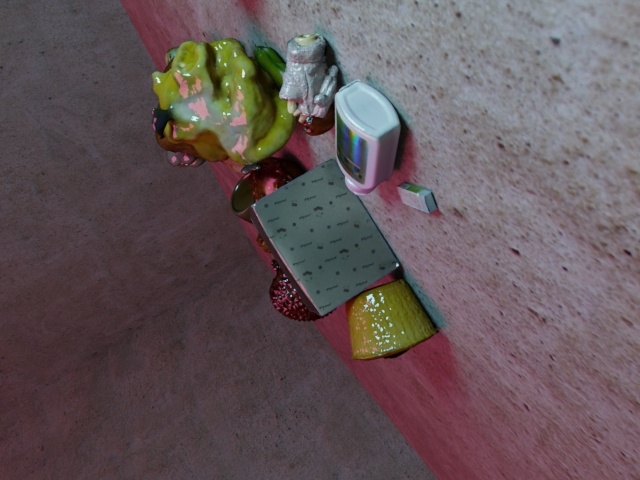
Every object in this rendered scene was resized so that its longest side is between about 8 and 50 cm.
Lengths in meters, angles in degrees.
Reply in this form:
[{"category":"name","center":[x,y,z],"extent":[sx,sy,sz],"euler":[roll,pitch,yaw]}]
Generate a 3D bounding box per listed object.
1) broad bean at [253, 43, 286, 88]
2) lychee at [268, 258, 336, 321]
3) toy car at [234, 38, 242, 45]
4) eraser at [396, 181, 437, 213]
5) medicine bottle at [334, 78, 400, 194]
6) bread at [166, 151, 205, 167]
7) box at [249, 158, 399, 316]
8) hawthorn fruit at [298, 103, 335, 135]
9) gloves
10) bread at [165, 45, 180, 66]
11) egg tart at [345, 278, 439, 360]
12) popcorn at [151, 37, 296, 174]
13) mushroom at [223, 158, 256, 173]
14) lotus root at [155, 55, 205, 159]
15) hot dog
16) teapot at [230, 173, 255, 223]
[{"category":"broad bean","center":[-0.073,-0.339,1.030],"extent":[0.254,0.046,0.065],"euler":[52,180,20]},{"category":"lychee","center":[-0.065,0.160,1.757],"extent":[0.300,0.264,0.264],"euler":[33,162,13]},{"category":"toy car","center":[-0.226,-0.457,1.291],"extent":[0.062,0.071,0.165],"euler":[42,168,-1]},{"category":"eraser","center":[0.163,-0.073,0.836],"extent":[0.083,0.019,0.038],"euler":[35,153,60]},{"category":"medicine bottle","center":[0.075,-0.156,0.835],"extent":[0.115,0.078,0.219],"euler":[51,166,21]},{"category":"bread","center":[-0.406,-0.358,1.662],"extent":[0.102,0.337,0.183],"euler":[20,-142,-42]},{"category":"box","center":[0.000,0.000,1.187],"extent":[0.297,0.225,0.190],"euler":[58,170,1]},{"category":"hawthorn fruit","center":[-0.008,-0.240,0.953],"extent":[0.077,0.077,0.077],"euler":[53,168,17]},{"category":"gloves","center":[-0.016,-0.278,0.844],"extent":[0.094,0.110,0.144],"euler":[6,146,17]},{"category":"bread","center":[-0.488,-0.621,1.798],"extent":[0.257,0.124,0.186],"euler":[42,154,54]},{"category":"egg tart","center":[0.156,0.190,1.150],"extent":[0.215,0.215,0.171],"euler":[139,113,-78]},{"category":"popcorn","center":[-0.235,-0.319,1.164],"extent":[0.316,0.297,0.281],"euler":[44,-141,-35]},{"category":"mushroom","center":[-0.263,-0.303,1.662],"extent":[0.166,0.166,0.127],"euler":[77,-165,-58]},{"category":"lotus root","center":[-0.327,-0.414,1.452],"extent":[0.316,0.316,0.250],"euler":[58,153,-3]},{"category":"hot dog","center":[-0.130,-0.104,1.528],"extent":[0.387,0.174,0.267],"euler":[121,138,-76]},{"category":"teapot","center":[-0.214,-0.154,1.815],"extent":[0.175,0.185,0.268],"euler":[30,-138,-40]}]
